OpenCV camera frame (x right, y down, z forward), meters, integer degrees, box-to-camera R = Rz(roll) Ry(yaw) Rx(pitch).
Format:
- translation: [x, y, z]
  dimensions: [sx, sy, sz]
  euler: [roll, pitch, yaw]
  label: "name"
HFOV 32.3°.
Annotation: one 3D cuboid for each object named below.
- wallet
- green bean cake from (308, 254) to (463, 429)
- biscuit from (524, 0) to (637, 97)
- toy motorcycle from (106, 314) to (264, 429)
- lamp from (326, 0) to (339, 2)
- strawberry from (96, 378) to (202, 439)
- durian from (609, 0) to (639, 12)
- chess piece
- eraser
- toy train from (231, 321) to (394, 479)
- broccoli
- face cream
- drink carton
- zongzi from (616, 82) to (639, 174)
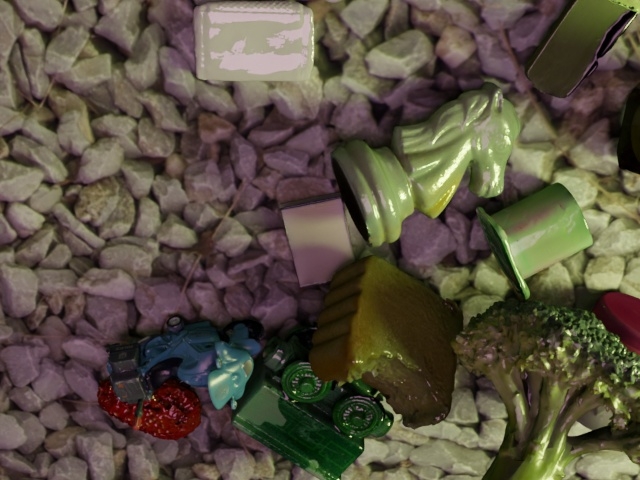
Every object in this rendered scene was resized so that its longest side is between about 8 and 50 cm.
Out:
- translation: [-0.101, -0.301, 1.670]
  dimensions: [0.182, 0.032, 0.124]
  euler: [-1, 116, -4]
  label: "wallet"
- translation: [0.105, 0.171, 1.790]
  dimensions: [0.236, 0.233, 0.124]
  euler: [34, 140, -25]
  label: "green bean cake"
- translation: [0.428, -0.356, 1.656]
  dimensions: [0.099, 0.038, 0.322]
  euler: [27, 112, -19]
  label: "biscuit"
- translation: [-0.224, 0.209, 1.830]
  dimensions: [0.272, 0.182, 0.124]
  euler: [-12, 125, 4]
  label: "toy motorcycle"
- translation: [-0.032, -0.417, 1.607]
  dimensions: [0.198, 0.056, 0.050]
  euler: [39, 106, -22]
  label: "lamp"
- translation: [-0.299, 0.298, 1.925]
  dimensions: [0.188, 0.082, 0.121]
  euler: [12, 118, -11]
  label: "strawberry"
- translation: [0.551, -0.380, 1.606]
  dimensions: [0.351, 0.158, 0.169]
  euler: [14, 148, -22]
  label: "durian"
- translation: [0.177, -0.119, 1.718]
  dimensions: [0.298, 0.176, 0.176]
  euler: [-24, 115, -5]
  label: "chess piece"
- translation: [0.000, 0.000, 1.822]
  dimensions: [0.103, 0.023, 0.150]
  euler: [-11, 116, 3]
  label: "eraser"
- translation: [-0.008, 0.272, 1.889]
  dimensions: [0.266, 0.145, 0.202]
  euler: [35, 113, -16]
  label: "toy train"
- translation: [0.306, 0.266, 1.696]
  dimensions: [0.397, 0.353, 0.275]
  euler: [-41, 128, 13]
  label: "broccoli"
- translation: [0.505, 0.211, 1.859]
  dimensions: [0.175, 0.175, 0.195]
  euler: [20, 112, -11]
  label: "face cream"
- translation: [0.346, -0.013, 1.774]
  dimensions: [0.142, 0.144, 0.146]
  euler: [-28, 114, 1]
  label: "drink carton"
- translation: [0.636, -0.126, 1.648]
  dimensions: [0.317, 0.289, 0.154]
  euler: [15, 97, -13]
  label: "zongzi"
